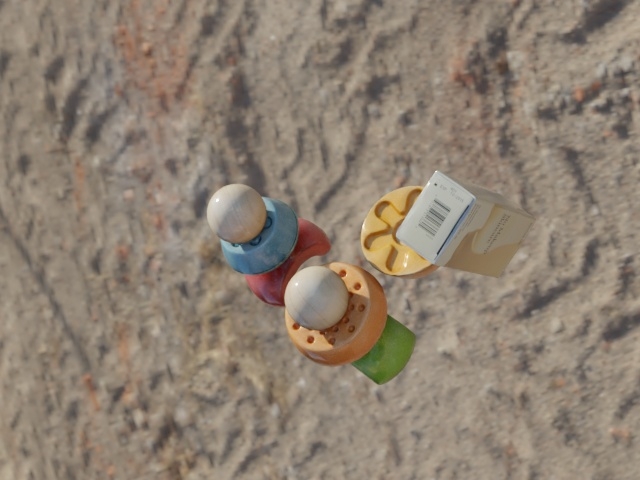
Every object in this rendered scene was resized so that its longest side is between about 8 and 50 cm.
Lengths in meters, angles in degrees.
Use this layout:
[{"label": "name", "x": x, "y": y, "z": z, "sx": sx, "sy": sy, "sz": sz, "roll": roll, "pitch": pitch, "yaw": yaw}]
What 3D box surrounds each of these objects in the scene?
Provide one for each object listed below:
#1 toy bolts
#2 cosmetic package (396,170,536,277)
[{"label": "toy bolts", "x": 0.000, "y": 0.000, "z": 1.195, "sx": 0.228, "sy": 0.158, "sz": 0.218, "roll": 26, "pitch": 79, "yaw": 34}, {"label": "cosmetic package", "x": 0.111, "y": -0.010, "z": 0.896, "sx": 0.041, "sy": 0.115, "sz": 0.060, "roll": 39, "pitch": 105, "yaw": 30}]
